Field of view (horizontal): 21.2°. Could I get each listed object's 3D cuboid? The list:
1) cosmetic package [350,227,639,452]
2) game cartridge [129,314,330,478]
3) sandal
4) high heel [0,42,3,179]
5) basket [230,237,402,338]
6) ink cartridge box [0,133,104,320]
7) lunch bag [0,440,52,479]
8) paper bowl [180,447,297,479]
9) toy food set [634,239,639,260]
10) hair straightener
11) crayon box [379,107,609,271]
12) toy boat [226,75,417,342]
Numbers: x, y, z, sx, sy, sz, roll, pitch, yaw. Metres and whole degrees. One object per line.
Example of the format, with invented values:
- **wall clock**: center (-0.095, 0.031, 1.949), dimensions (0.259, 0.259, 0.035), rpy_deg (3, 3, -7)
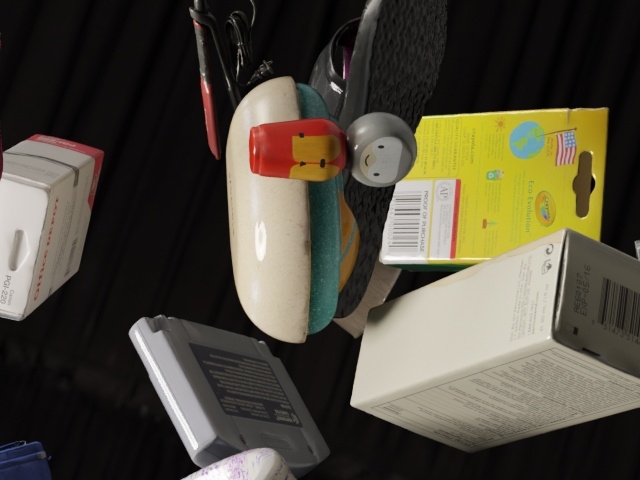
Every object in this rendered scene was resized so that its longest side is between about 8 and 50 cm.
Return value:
- **cosmetic package**: center (0.182, 0.102, 1.594), dimensions (0.160, 0.113, 0.309), rpy_deg (24, 154, -26)
- **game cartridge**: center (-0.097, 0.191, 1.972), dimensions (0.196, 0.060, 0.294), rpy_deg (56, -165, 24)
- **sandal**: center (0.033, -0.135, 1.910), dimensions (0.107, 0.445, 0.167), rpy_deg (12, 165, 28)
- **high heel**: center (-0.335, -0.124, 1.613), dimensions (0.082, 0.117, 0.244), rpy_deg (-7, -145, -17)
- **basket**: center (0.000, 0.000, 2.455), dimensions (0.227, 0.204, 0.154), rpy_deg (28, -169, -8)
- **ink cartridge box**: center (-0.325, -0.019, 1.907), dimensions (0.092, 0.158, 0.218), rpy_deg (15, -166, 3)
- **lunch bag**: center (-0.339, 0.255, 1.864), dimensions (0.098, 0.065, 0.067), rpy_deg (-15, 169, -27)
- **paper bowl**: center (-0.123, 0.333, 1.622), dimensions (0.148, 0.284, 0.284), rpy_deg (59, 162, -6)
- **toy food set**: center (0.374, 0.051, 1.675), dimensions (0.111, 0.104, 0.232), rpy_deg (-9, -171, 7)
- **hair straightener**: center (-0.102, -0.211, 2.016), dimensions (0.089, 0.230, 0.047), rpy_deg (-12, -157, -9)
- **crayon box**: center (0.237, -0.061, 2.210), dimensions (0.319, 0.202, 0.081), rpy_deg (0, 171, 35)
- **toy boat**: center (-0.006, -0.045, 1.632), dimensions (0.148, 0.267, 0.318), rpy_deg (-1, 165, -9)
